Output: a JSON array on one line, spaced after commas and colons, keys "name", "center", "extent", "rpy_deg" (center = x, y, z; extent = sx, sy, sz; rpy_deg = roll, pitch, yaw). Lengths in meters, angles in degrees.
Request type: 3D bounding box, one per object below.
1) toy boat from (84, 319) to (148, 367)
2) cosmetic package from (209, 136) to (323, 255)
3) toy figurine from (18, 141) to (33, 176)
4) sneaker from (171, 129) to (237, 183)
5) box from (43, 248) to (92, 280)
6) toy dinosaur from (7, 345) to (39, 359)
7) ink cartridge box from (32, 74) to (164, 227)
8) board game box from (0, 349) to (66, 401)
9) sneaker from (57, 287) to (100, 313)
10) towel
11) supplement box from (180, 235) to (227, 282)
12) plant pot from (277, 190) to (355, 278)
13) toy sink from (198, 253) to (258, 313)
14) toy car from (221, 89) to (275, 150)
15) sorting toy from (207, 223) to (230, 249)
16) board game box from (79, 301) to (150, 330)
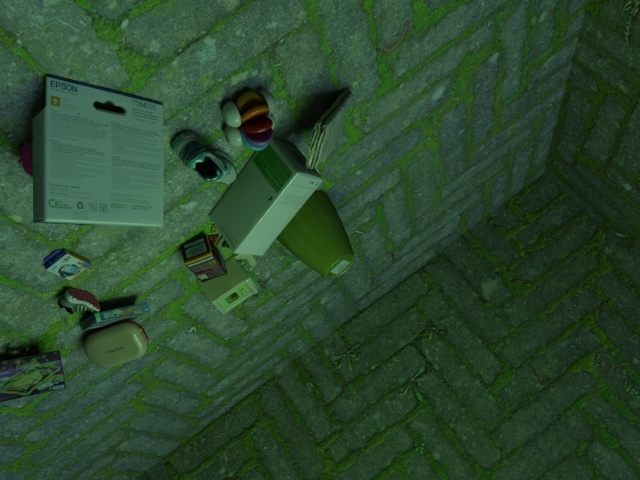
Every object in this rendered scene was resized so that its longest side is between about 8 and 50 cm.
[{"name": "toy boat", "center": [-0.747, 0.365, 2.163], "extent": [0.231, 0.151, 0.151], "rpy_deg": [-18, 111, 2]}, {"name": "cosmetic package", "center": [-0.186, -0.142, 1.973], "extent": [0.365, 0.197, 0.155], "rpy_deg": [-50, 151, 21]}, {"name": "toy figurine", "center": [-0.642, -0.197, 1.423], "extent": [0.159, 0.130, 0.173], "rpy_deg": [33, 85, -53]}, {"name": "sneaker", "center": [-0.332, -0.212, 1.753], "extent": [0.110, 0.122, 0.283], "rpy_deg": [-42, 154, 9]}, {"name": "box", "center": [-0.767, 0.073, 1.773], "extent": [0.081, 0.028, 0.136], "rpy_deg": [-38, 156, 1]}, {"name": "toy dinosaur", "center": [-1.012, 0.402, 1.982], "extent": [0.112, 0.064, 0.211], "rpy_deg": [-8, 143, -25]}, {"name": "ink cartridge box", "center": [-0.530, -0.199, 1.430], "extent": [0.071, 0.330, 0.324], "rpy_deg": [-3, 176, 37]}, {"name": "board game box", "center": [-1.045, 0.469, 1.955], "extent": [0.347, 0.056, 0.208], "rpy_deg": [-8, 147, -24]}, {"name": "sneaker", "center": [-0.794, 0.208, 1.922], "extent": [0.075, 0.063, 0.170], "rpy_deg": [-32, 156, 4]}, {"name": "towel", "center": [0.032, -0.360, 1.910], "extent": [0.282, 0.049, 0.187], "rpy_deg": [-59, 171, -46]}, {"name": "supplement box", "center": [-0.420, 0.070, 2.123], "extent": [0.104, 0.080, 0.188], "rpy_deg": [-20, 153, 0]}, {"name": "plant pot", "center": [0.000, 0.000, 2.324], "extent": [0.275, 0.293, 0.274], "rpy_deg": [-30, 153, -17]}, {"name": "toy sink", "center": [-0.340, 0.166, 2.347], "extent": [0.234, 0.131, 0.153], "rpy_deg": [-35, 155, -8]}, {"name": "toy car", "center": [-0.192, -0.337, 1.711], "extent": [0.159, 0.136, 0.182], "rpy_deg": [-28, 152, -21]}, {"name": "sorting toy", "center": [-0.307, -0.017, 2.190], "extent": [0.274, 0.046, 0.132], "rpy_deg": [1, 134, -52]}, {"name": "board game box", "center": [-0.726, 0.268, 2.073], "extent": [0.201, 0.035, 0.136], "rpy_deg": [-9, 167, -44]}]
